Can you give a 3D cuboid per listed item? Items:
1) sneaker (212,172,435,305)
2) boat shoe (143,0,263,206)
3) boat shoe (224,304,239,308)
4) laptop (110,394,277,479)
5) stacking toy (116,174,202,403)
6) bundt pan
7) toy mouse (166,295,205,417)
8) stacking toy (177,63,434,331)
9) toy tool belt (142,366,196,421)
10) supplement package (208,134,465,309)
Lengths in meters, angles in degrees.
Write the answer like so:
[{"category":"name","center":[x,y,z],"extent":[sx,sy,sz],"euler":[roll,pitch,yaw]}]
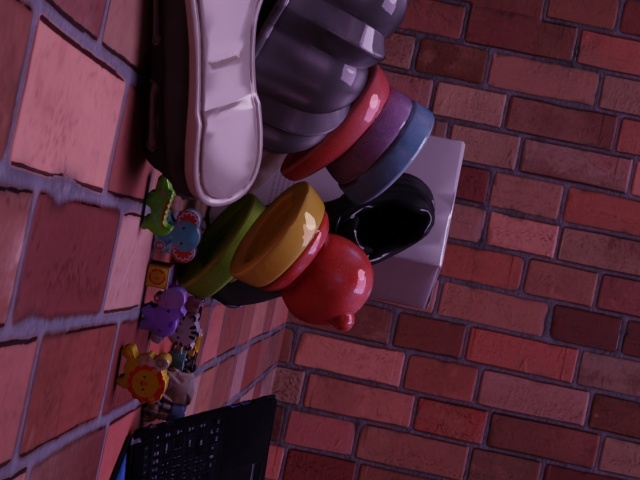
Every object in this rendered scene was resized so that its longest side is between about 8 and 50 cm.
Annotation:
[{"category":"sneaker","center":[0.000,0.000,1.601],"extent":[0.130,0.286,0.109],"euler":[-112,178,-78]},{"category":"boat shoe","center":[-0.100,-0.191,1.140],"extent":[0.112,0.095,0.335],"euler":[-19,124,-44]},{"category":"boat shoe","center":[-0.098,0.000,1.930],"extent":[0.083,0.065,0.183],"euler":[99,5,-63]},{"category":"laptop","center":[-0.152,0.318,1.490],"extent":[0.136,0.264,0.234],"euler":[53,-35,42]},{"category":"stacking toy","center":[-0.143,0.030,1.362],"extent":[0.167,0.052,0.221],"euler":[-67,167,-77]},{"category":"bundt pan","center":[0.004,-0.227,1.412],"extent":[0.331,0.124,0.331],"euler":[-60,-171,16]},{"category":"toy mouse","center":[-0.159,0.117,1.586],"extent":[0.143,0.031,0.161],"euler":[86,16,-80]},{"category":"stacking toy","center":[-0.006,-0.026,1.521],"extent":[0.279,0.130,0.309],"euler":[-25,-151,56]},{"category":"toy tool belt","center":[-0.173,0.177,1.521],"extent":[0.083,0.051,0.052],"euler":[-66,-166,5]},{"category":"supplement package","center":[0.019,-0.044,1.782],"extent":[0.175,0.293,0.177],"euler":[96,7,-68]}]
